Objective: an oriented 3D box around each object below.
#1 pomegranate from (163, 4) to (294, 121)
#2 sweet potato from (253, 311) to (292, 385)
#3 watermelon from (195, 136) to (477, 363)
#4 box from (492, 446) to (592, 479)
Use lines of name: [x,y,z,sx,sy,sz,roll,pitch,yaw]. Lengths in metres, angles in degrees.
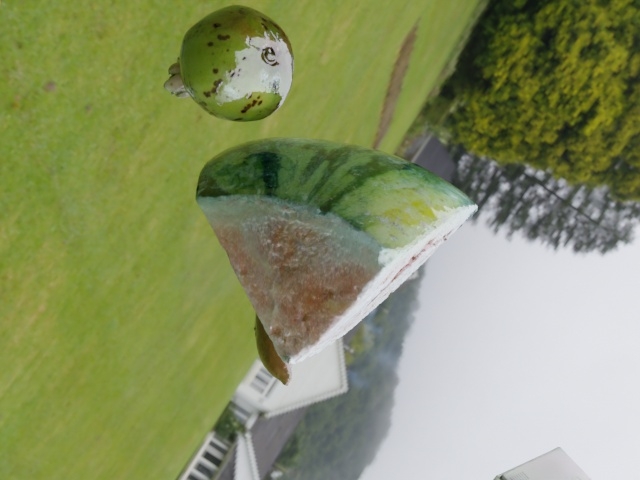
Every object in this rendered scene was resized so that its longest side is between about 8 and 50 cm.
pomegranate: [-0.093,-0.167,0.829,0.142,0.114,0.114,-3,-136,42]
sweet potato: [-0.019,0.069,1.205,0.354,0.106,0.095,-53,163,-51]
watermelon: [0.000,0.000,0.864,0.213,0.261,0.201,-29,136,-65]
box: [0.262,0.301,0.926,0.129,0.130,0.051,-5,133,-44]
